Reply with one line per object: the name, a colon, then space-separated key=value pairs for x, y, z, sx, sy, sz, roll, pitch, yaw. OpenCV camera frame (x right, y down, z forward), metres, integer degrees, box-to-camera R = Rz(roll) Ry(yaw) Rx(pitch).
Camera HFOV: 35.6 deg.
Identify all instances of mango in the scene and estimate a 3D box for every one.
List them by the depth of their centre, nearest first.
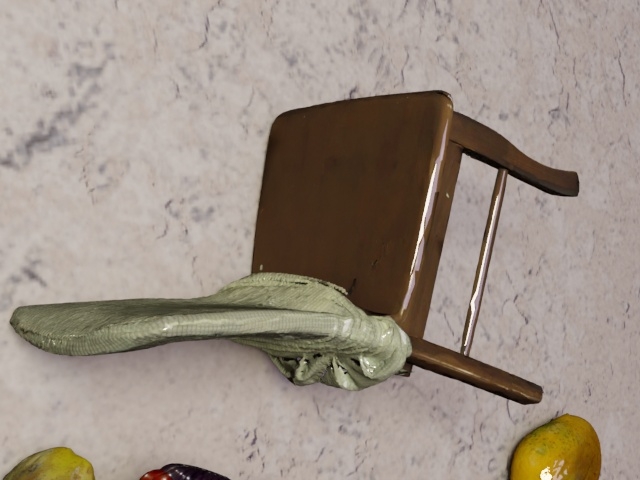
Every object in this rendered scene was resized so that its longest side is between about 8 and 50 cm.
mango: x=0.199 y=0.188 z=0.831 sx=0.114 sy=0.057 sz=0.079 roll=-37 pitch=107 yaw=-47

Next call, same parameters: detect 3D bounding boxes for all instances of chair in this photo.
chair: x=0.000 y=0.000 z=0.599 sx=0.319 sy=0.160 sz=0.186 roll=17 pitch=81 yaw=-41

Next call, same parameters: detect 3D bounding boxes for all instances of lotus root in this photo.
lotus root: x=-0.153 y=0.152 z=0.512 sx=0.049 sy=0.054 sz=0.099 roll=53 pitch=54 yaw=-40

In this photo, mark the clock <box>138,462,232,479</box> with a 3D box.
clock: x=-0.057 y=0.226 z=0.548 sx=0.195 sy=0.100 sz=0.194 roll=29 pitch=76 yaw=-46
